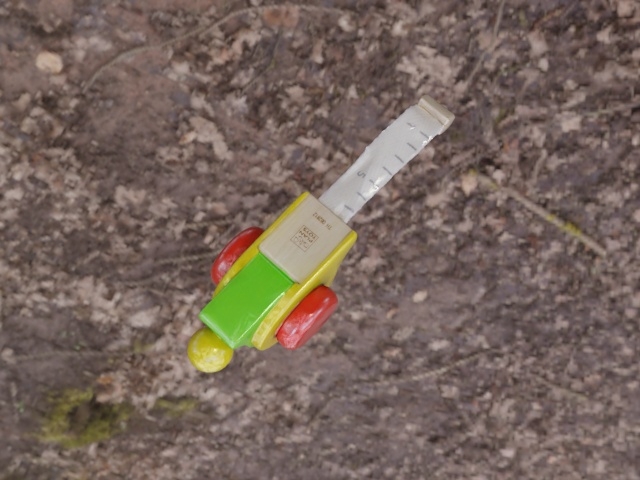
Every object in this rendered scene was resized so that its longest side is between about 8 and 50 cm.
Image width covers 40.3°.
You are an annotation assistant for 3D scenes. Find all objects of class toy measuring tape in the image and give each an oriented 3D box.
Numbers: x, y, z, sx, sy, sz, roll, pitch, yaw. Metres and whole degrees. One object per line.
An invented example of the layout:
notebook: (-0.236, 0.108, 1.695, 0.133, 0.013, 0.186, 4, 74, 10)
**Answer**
toy measuring tape: (0.000, 0.000, 0.822, 0.121, 0.330, 0.121, 42, 168, 11)
